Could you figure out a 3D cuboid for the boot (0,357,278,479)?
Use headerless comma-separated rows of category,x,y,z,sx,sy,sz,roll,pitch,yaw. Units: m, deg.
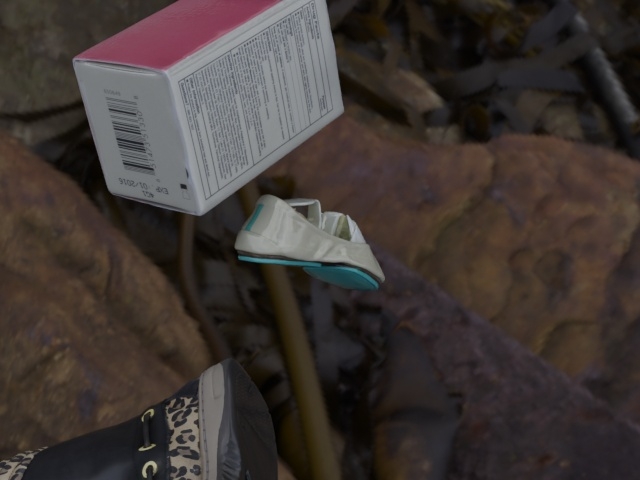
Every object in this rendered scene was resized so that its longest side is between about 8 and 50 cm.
boot,-0.188,0.285,1.115,0.377,0.284,0.138,-91,156,-53

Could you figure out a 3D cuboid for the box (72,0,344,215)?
box,-0.101,-0.149,1.190,0.127,0.149,0.232,13,37,35

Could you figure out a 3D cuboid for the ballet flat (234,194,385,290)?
ballet flat,0.000,0.000,1.312,0.248,0.086,0.086,18,44,-59
